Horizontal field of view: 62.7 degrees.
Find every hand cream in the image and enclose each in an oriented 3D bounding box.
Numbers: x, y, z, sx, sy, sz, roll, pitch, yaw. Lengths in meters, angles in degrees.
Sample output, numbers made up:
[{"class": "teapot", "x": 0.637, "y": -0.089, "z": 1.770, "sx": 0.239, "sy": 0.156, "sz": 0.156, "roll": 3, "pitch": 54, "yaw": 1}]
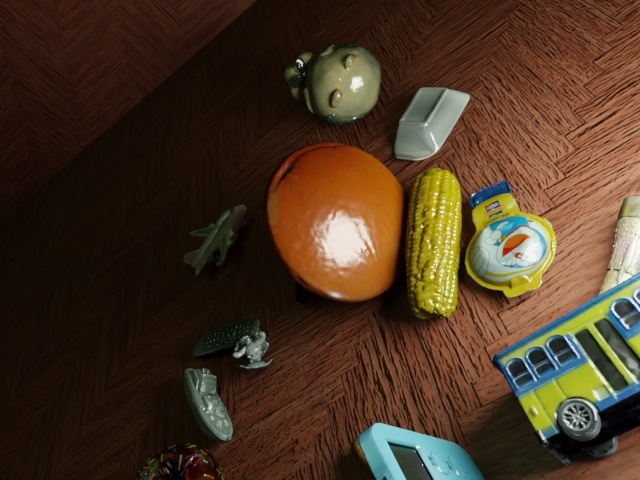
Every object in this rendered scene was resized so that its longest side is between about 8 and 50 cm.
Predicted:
[{"class": "hand cream", "x": 0.509, "y": 0.027, "z": 0.868, "sx": 0.084, "sy": 0.084, "sz": 0.203, "roll": 19, "pitch": 79, "yaw": 49}]

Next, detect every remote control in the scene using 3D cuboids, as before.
[{"class": "remote control", "x": -0.246, "y": 0.260, "z": 1.383, "sx": 0.222, "sy": 0.042, "sz": 0.072, "roll": -23, "pitch": 46, "yaw": 26}]

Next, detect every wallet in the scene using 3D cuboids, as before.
[{"class": "wallet", "x": 0.000, "y": 0.000, "z": 1.293, "sx": 0.165, "sy": 0.042, "sz": 0.309, "roll": 109, "pitch": -178, "yaw": -65}]

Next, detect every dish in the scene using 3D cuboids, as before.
[{"class": "dish", "x": 0.268, "y": -0.311, "z": 1.368, "sx": 0.154, "sy": 0.064, "sz": 0.234, "roll": 18, "pitch": 73, "yaw": 48}]

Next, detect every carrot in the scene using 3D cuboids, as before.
[{"class": "carrot", "x": 0.116, "y": 0.418, "z": 0.923, "sx": 0.047, "sy": 0.047, "sz": 0.191, "roll": -49, "pitch": 40, "yaw": -1}]

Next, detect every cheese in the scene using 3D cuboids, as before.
[{"class": "cheese", "x": 0.358, "y": -0.008, "z": 1.030, "sx": 0.177, "sy": 0.069, "sz": 0.270, "roll": -26, "pitch": 44, "yaw": 25}]

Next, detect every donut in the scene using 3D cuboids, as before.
[{"class": "donut", "x": -0.323, "y": 0.548, "z": 1.145, "sx": 0.216, "sy": 0.096, "sz": 0.230, "roll": -38, "pitch": 30, "yaw": -5}]

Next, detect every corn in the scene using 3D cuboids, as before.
[{"class": "corn", "x": 0.237, "y": -0.005, "z": 1.102, "sx": 0.121, "sy": 0.120, "sz": 0.363, "roll": -16, "pitch": 51, "yaw": 33}]

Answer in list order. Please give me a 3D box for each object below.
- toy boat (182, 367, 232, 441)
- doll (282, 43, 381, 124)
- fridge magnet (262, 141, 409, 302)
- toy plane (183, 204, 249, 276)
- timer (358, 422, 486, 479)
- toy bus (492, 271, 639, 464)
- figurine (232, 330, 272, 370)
[{"class": "toy boat", "x": -0.269, "y": 0.391, "z": 1.268, "sx": 0.085, "sy": 0.078, "sz": 0.260, "roll": -61, "pitch": 36, "yaw": 8}, {"class": "doll", "x": 0.025, "y": -0.482, "z": 1.596, "sx": 0.247, "sy": 0.247, "sz": 0.349, "roll": -48, "pitch": 32, "yaw": 0}, {"class": "fridge magnet", "x": 0.042, "y": -0.041, "z": 1.143, "sx": 0.155, "sy": 0.364, "sz": 0.363, "roll": -31, "pitch": 35, "yaw": 58}, {"class": "toy plane", "x": -0.310, "y": -0.004, "z": 1.613, "sx": 0.255, "sy": 0.101, "sz": 0.251, "roll": -48, "pitch": 39, "yaw": -6}, {"class": "timer", "x": 0.176, "y": 0.376, "z": 0.741, "sx": 0.091, "sy": 0.250, "sz": 0.232, "roll": -42, "pitch": 40, "yaw": 9}, {"class": "toy bus", "x": 0.425, "y": 0.182, "z": 0.762, "sx": 0.288, "sy": 0.138, "sz": 0.175, "roll": -36, "pitch": 42, "yaw": 15}, {"class": "figurine", "x": -0.167, "y": 0.269, "z": 1.271, "sx": 0.082, "sy": 0.095, "sz": 0.086, "roll": 134, "pitch": 126, "yaw": -68}]
